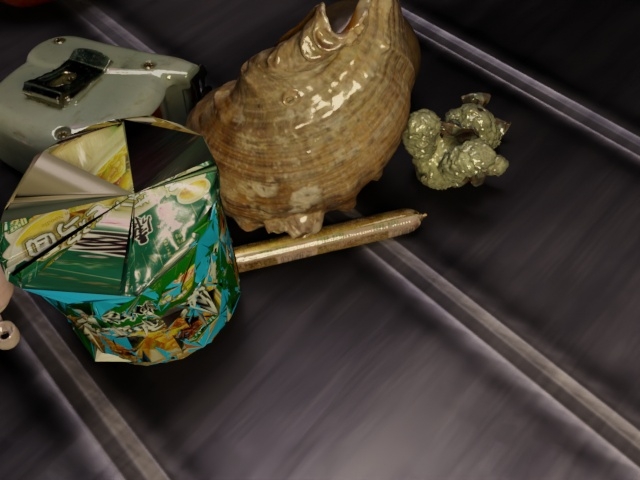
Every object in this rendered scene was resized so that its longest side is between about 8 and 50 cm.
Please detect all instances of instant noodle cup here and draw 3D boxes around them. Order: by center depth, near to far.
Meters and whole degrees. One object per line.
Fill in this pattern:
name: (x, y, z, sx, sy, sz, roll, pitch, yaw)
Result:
instant noodle cup: (-0.191, 0.013, 0.923, 0.240, 0.178, 0.240, -7, 52, 8)

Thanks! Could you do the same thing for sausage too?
sausage: (0.000, 0.000, 1.048, 0.269, 0.033, 0.033, -13, 44, -10)

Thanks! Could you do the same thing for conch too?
conch: (0.006, -0.143, 1.010, 0.297, 0.210, 0.352, -47, 14, -28)

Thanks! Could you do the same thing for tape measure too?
tape measure: (-0.309, -0.181, 1.190, 0.243, 0.125, 0.246, 15, 46, 19)

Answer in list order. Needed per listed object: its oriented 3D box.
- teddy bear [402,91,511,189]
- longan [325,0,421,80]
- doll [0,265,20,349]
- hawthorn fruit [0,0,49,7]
teddy bear: (0.173, -0.115, 1.122, 0.133, 0.111, 0.213, 37, 29, 10)
longan: (0.051, -0.248, 1.218, 0.167, 0.167, 0.187, 25, 68, 27)
doll: (-0.471, 0.046, 0.985, 0.365, 0.094, 0.160, 22, 50, 25)
hawthorn fruit: (-0.496, -0.546, 1.493, 0.265, 0.265, 0.307, -3, 39, 0)
